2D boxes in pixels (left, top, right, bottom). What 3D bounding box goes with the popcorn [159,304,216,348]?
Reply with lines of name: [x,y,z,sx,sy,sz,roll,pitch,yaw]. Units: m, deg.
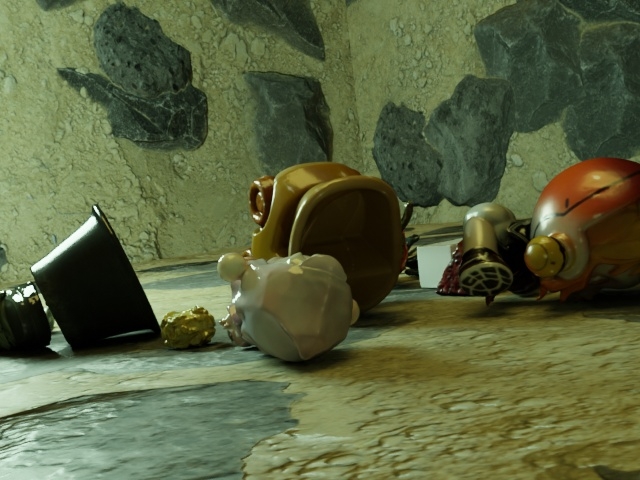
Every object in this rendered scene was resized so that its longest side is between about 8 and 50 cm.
popcorn: [-0.192,0.125,1.465,0.082,0.057,0.083,-13,6,4]

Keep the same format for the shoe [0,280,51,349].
shoe: [-0.537,0.135,1.647,0.149,0.109,0.293,-13,3,-26]

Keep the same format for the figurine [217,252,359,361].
figurine: [-0.052,0.083,1.277,0.200,0.133,0.276,23,-12,-21]

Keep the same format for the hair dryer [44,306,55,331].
hair dryer: [-0.527,0.150,1.877,0.082,0.047,0.137,-7,-3,2]

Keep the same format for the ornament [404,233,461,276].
ornament: [0.238,0.027,2.154,0.202,0.080,0.236,-11,4,-13]

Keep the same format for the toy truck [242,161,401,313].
toy truck: [0.000,0.000,1.618,0.204,0.288,0.211,-7,28,-25]

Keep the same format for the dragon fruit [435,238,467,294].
dragon fruit: [0.293,0.062,1.736,0.092,0.122,0.192,42,27,28]

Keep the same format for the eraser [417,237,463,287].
eraser: [0.302,0.031,1.943,0.076,0.078,0.298,-4,4,40]

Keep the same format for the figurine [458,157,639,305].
figurine: [0.372,-0.010,1.467,0.323,0.196,0.320,-16,-7,24]

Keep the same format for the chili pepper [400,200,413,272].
chili pepper: [0.107,0.022,1.954,0.131,0.135,0.338,-34,4,-12]

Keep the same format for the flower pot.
flower pot: [-0.371,0.075,1.631,0.148,0.235,0.235,-28,8,-13]
